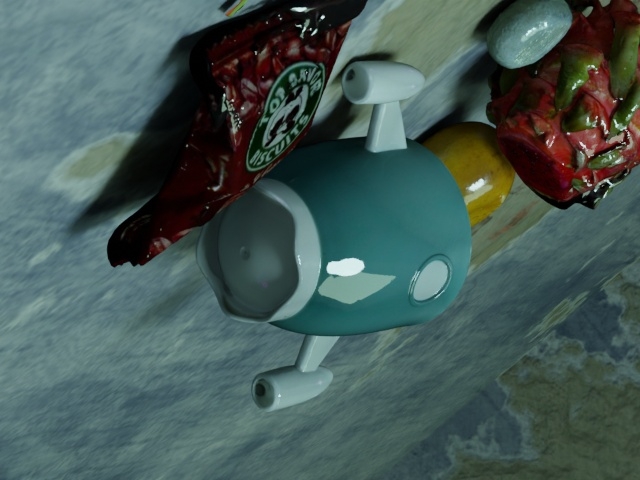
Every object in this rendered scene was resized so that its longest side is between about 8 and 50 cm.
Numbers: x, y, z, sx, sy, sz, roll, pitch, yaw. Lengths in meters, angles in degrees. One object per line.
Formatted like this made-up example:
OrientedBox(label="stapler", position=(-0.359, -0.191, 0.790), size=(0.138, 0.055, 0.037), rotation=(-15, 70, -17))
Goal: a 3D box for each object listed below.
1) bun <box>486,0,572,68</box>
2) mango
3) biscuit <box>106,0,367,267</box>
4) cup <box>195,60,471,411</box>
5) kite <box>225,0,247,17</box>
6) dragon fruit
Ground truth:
OrientedBox(label="bun", position=(0.170, -0.176, 1.509), size=(0.083, 0.045, 0.083), rotation=(-34, 163, -12))
OrientedBox(label="mango", position=(0.113, -0.045, 1.699), size=(0.115, 0.089, 0.165), rotation=(-23, 162, -45))
OrientedBox(label="biscuit", position=(-0.059, -0.071, 1.225), size=(0.151, 0.063, 0.235), rotation=(-41, 168, -45))
OrientedBox(label="cup", position=(0.000, 0.000, 1.419), size=(0.173, 0.167, 0.299), rotation=(-9, 123, -46))
OrientedBox(label="kite", position=(-0.003, -0.188, 1.095), size=(0.159, 0.010, 0.190), rotation=(-45, 165, 26))
OrientedBox(label="dragon fruit", position=(0.234, -0.127, 1.596), size=(0.172, 0.160, 0.166), rotation=(-46, 177, -11))
